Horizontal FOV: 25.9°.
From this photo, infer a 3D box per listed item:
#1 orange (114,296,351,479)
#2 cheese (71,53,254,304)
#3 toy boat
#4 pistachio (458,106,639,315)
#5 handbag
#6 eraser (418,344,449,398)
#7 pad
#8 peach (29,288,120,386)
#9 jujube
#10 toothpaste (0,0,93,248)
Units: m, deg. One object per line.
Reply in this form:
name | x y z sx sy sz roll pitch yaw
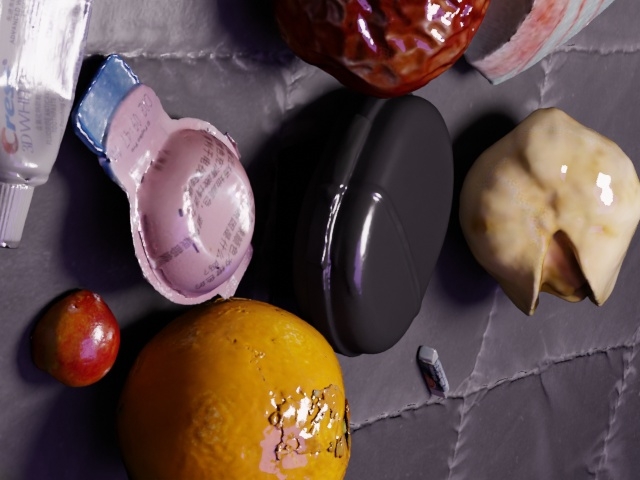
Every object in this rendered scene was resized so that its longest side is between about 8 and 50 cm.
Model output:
orange | -0.087 0.181 1.417 0.246 0.246 0.246 -28 130 -39
cheese | -0.140 -0.052 1.327 0.286 0.074 0.189 53 47 -42
toy boat | 0.283 -0.282 1.672 0.282 0.096 0.206 -17 137 -50
pistachio | 0.294 -0.029 1.769 0.321 0.229 0.238 68 23 -55
handbag | 0.062 -0.024 1.516 0.253 0.093 0.308 67 38 -52
eraser | 0.152 0.177 1.871 0.019 0.027 0.099 -54 144 -26
pad | 0.000 0.000 1.602 0.160 0.009 0.265 -21 124 -42
peach | -0.225 0.099 1.339 0.098 0.061 0.098 -22 126 -33
jujube | 0.070 -0.261 1.363 0.232 0.213 0.213 -60 143 -4
toothpaste | -0.249 -0.130 1.185 0.099 0.069 0.282 -14 118 -78
